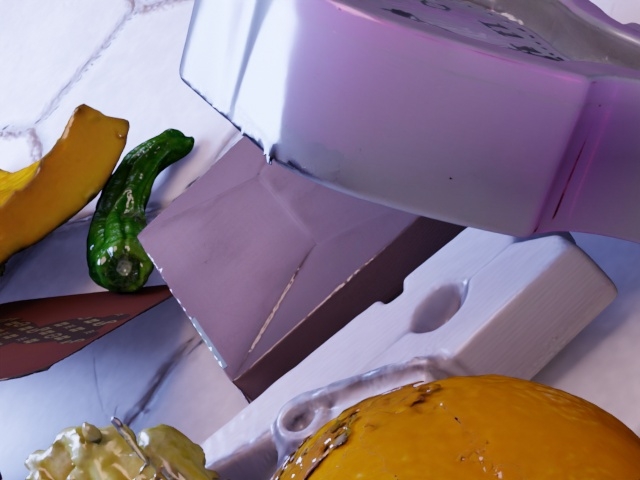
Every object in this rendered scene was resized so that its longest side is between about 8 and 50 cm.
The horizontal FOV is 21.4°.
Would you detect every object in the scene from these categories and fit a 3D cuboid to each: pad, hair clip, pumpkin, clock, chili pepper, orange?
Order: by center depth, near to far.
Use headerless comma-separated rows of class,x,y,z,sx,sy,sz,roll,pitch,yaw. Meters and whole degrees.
orange,0.077,0.186,0.816,0.246,0.246,0.246,-23,43,24
hair clip,0.033,0.107,1.047,0.331,0.085,0.101,-41,33,5
clock,0.084,-0.107,1.058,0.338,0.338,0.102,43,122,51
pad,-0.220,0.068,1.204,0.181,0.004,0.267,-7,10,19
chili pepper,-0.147,-0.018,1.338,0.073,0.050,0.182,-44,24,36
pumpkin,-0.302,0.006,1.353,0.258,0.095,0.290,-20,18,51

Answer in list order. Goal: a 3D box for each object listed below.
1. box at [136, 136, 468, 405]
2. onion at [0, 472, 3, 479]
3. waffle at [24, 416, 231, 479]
box,0.000,0.000,1.170,0.215,0.086,0.215,-42,40,2
onion,-0.343,0.201,1.192,0.230,0.272,0.256,-27,41,-21
waffle,-0.096,0.243,0.984,0.262,0.060,0.280,-6,81,30
